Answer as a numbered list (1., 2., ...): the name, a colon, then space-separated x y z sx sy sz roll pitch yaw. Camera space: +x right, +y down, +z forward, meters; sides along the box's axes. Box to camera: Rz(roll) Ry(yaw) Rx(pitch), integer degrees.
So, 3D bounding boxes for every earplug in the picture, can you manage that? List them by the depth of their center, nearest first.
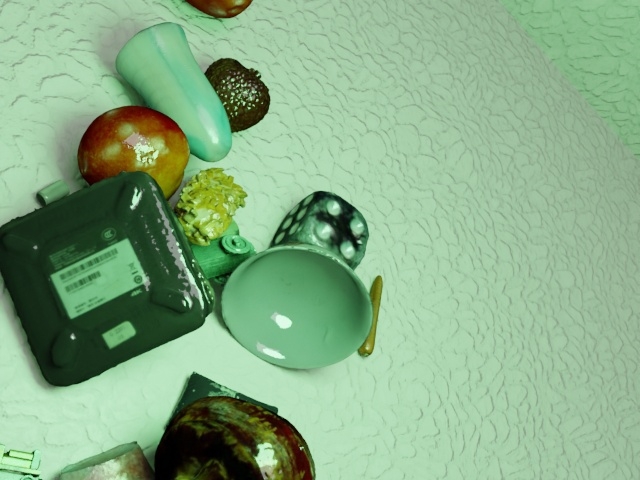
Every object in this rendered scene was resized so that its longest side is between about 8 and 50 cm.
1. earplug: -0.311 -0.321 1.690 0.185 0.185 0.324 -27 78 -41

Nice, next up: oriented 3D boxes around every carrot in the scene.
1. carrot: 0.137 0.196 1.927 0.043 0.043 0.248 31 52 -23

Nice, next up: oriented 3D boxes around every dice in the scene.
1. dice: 0.000 0.000 1.818 0.183 0.181 0.182 37 50 -18

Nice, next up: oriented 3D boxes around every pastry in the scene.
1. pastry: -0.258 -0.078 1.605 0.154 0.102 0.250 28 28 1

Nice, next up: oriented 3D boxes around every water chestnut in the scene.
1. water chestnut: -0.186 0.459 1.338 0.302 0.350 0.351 -4 72 -56

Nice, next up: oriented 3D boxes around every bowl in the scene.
1. bowl: -0.045 0.119 1.675 0.345 0.345 0.157 39 29 -17

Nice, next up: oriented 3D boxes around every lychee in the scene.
1. lychee: -0.215 -0.356 1.817 0.194 0.194 0.195 16 61 -31

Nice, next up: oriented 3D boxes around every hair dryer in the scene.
1. hair dryer: -0.538 -0.063 1.538 0.063 0.037 0.124 -43 103 -41

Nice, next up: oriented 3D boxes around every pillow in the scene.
1. pillow: -0.204 0.375 1.550 0.208 0.055 0.141 26 56 -4

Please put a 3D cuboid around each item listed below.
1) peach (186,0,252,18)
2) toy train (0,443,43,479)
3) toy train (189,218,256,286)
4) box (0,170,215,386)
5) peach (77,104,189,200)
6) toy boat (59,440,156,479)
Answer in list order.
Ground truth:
1. peach: -0.278 -0.721 1.902 0.281 0.238 0.281 51 9 -11
2. toy train: -0.556 0.409 1.303 0.122 0.050 0.081 19 52 -28
3. toy train: -0.295 0.034 1.633 0.307 0.127 0.189 -15 41 -41
4. box: -0.424 0.069 1.427 0.359 0.091 0.351 -25 85 -5
5. peach: -0.407 -0.175 1.578 0.243 0.199 0.244 -18 123 -30
6. toy boat: -0.383 0.541 1.362 0.206 0.096 0.283 -15 92 -44
